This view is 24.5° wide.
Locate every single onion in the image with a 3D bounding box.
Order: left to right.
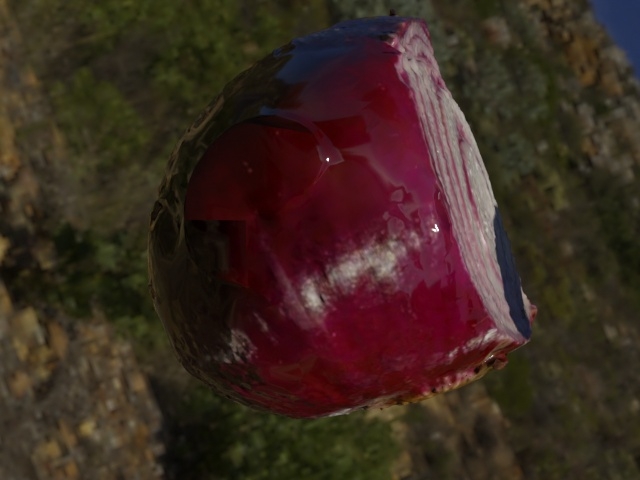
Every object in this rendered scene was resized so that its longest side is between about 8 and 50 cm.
[{"bbox_3d":[-0.005,0.002,0.833,0.216,0.207,0.206,66,19,4],"label":"onion"}]
